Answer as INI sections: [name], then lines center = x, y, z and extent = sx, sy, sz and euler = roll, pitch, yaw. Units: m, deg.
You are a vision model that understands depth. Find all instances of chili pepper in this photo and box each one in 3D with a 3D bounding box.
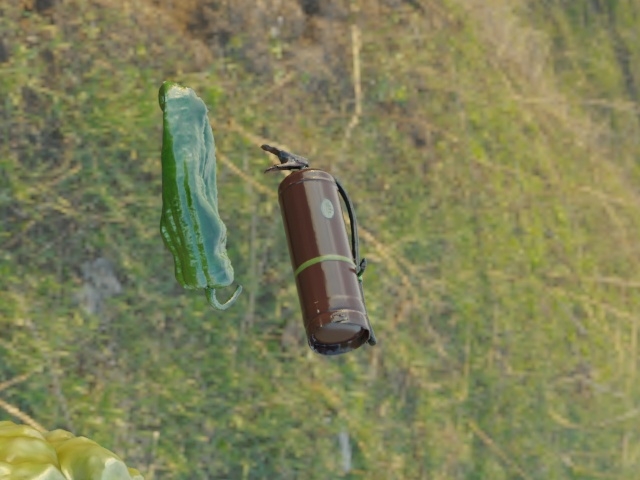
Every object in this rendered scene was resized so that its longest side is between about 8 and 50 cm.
[chili pepper]
center = -0.138, -0.048, 1.352
extent = 0.100, 0.074, 0.257
euler = -14, 99, -85

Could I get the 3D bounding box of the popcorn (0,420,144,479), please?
[popcorn]
center = -0.268, 0.299, 0.953
extent = 0.335, 0.274, 0.279
euler = -48, 133, -20

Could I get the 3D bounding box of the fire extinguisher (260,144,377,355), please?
[fire extinguisher]
center = 0.000, 0.000, 0.721
extent = 0.056, 0.039, 0.132
euler = 5, 55, -26
